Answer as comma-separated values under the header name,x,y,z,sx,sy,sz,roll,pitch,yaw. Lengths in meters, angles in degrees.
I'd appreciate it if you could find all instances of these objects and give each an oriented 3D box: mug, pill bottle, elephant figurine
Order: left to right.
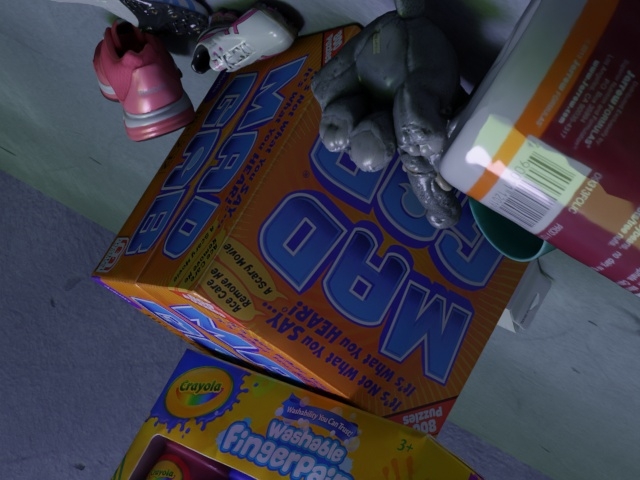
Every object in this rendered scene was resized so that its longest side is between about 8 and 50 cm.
name,x,y,z,sx,sy,sz,roll,pitch,yaw
elephant figurine,0.111,-0.134,1.307,0.186,0.169,0.239,-33,155,29
mug,0.235,-0.066,1.374,0.129,0.097,0.157,24,132,52
pill bottle,0.315,-0.050,1.015,0.392,0.224,0.224,31,166,0

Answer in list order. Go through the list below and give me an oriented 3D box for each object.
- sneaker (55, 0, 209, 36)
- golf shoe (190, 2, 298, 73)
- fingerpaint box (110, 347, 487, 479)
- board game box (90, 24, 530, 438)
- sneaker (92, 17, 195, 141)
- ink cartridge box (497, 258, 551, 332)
name,x,y,z,sx,sy,sz,roll,pitch,yaw
sneaker,-0.248,-0.319,1.569,0.237,0.086,0.085,17,157,-16
golf shoe,-0.092,-0.234,1.520,0.067,0.086,0.186,39,163,-26
fingerpaint box,-0.075,0.357,1.458,0.445,0.371,0.163,13,158,48
board game box,0.000,0.000,1.573,0.356,0.356,0.356,37,164,-24
sneaker,-0.246,-0.251,1.706,0.314,0.116,0.136,-129,21,-58
ink cartridge box,0.251,0.060,1.818,0.143,0.092,0.090,23,164,24
